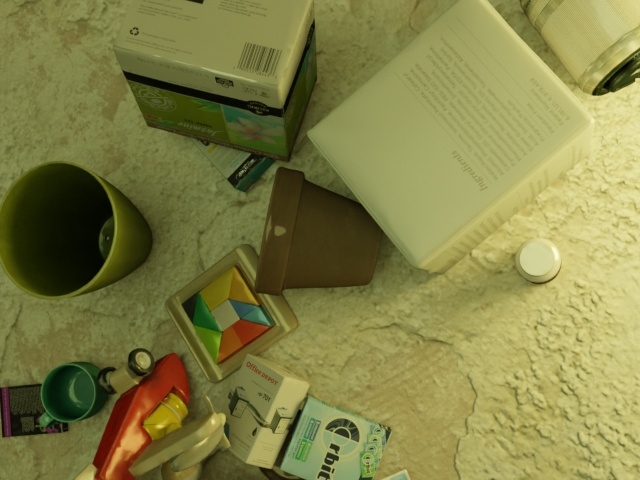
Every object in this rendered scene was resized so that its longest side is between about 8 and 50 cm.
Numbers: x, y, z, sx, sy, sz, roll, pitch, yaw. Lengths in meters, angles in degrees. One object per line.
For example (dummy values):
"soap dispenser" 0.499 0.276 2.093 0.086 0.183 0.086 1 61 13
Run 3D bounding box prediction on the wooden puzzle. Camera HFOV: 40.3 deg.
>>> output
"wooden puzzle" -0.199 0.158 1.885 0.238 0.044 0.221 -35 77 10

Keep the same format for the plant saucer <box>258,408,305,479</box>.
"plant saucer" -0.058 0.435 1.831 0.168 0.029 0.169 -2 84 15

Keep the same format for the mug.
"mug" -0.551 0.338 1.939 0.157 0.097 0.130 -14 84 10

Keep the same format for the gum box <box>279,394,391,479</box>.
"gum box" 0.030 0.423 1.772 0.184 0.041 0.157 22 91 -3

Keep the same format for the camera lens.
"camera lens" 0.524 -0.429 1.638 0.219 0.219 0.274 -35 77 10

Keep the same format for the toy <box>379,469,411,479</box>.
"toy" 0.156 0.594 1.724 0.136 0.056 0.237 -24 89 3

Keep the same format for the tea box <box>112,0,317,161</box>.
"tea box" -0.193 -0.351 1.737 0.328 0.323 0.220 15 72 8

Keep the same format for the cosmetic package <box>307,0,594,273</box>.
"cosmetic package" 0.253 -0.181 1.637 0.393 0.329 0.327 -40 77 8

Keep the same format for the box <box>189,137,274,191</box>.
"box" -0.220 -0.227 1.914 0.100 0.060 0.244 -44 76 8

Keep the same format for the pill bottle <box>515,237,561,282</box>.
"pill bottle" 0.417 0.039 1.664 0.086 0.152 0.086 -1 85 15

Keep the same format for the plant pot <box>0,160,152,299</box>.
"plant pot" -0.484 -0.007 1.850 0.274 0.293 0.275 -1 84 15

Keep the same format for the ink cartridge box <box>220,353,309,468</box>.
"ink cartridge box" -0.126 0.350 1.797 0.139 0.082 0.191 22 88 47

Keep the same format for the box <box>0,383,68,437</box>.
"box" -0.661 0.389 2.005 0.162 0.029 0.116 -7 84 16

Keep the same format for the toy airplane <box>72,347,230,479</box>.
"toy airplane" -0.356 0.443 1.761 0.272 0.386 0.384 39 85 -25

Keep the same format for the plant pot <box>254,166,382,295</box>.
"plant pot" 0.000 0.000 1.759 0.229 0.263 0.263 12 89 -3
